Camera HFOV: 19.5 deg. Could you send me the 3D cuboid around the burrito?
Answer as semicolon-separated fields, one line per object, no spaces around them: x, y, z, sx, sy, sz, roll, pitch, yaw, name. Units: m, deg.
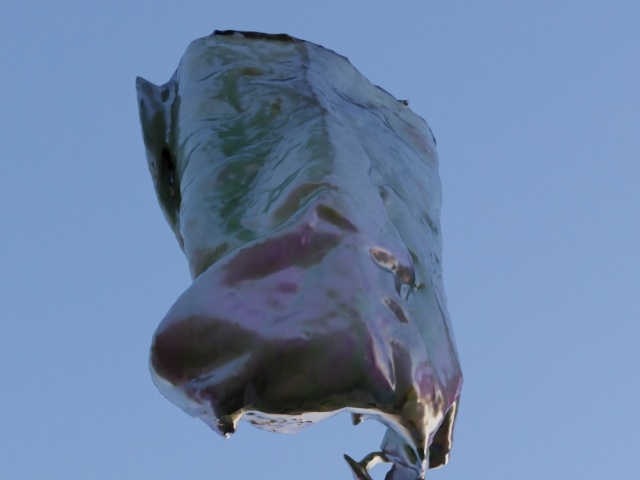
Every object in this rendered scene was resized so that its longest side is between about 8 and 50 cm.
0.000;0.000;0.730;0.144;0.229;0.089;24;-63;-21;burrito
